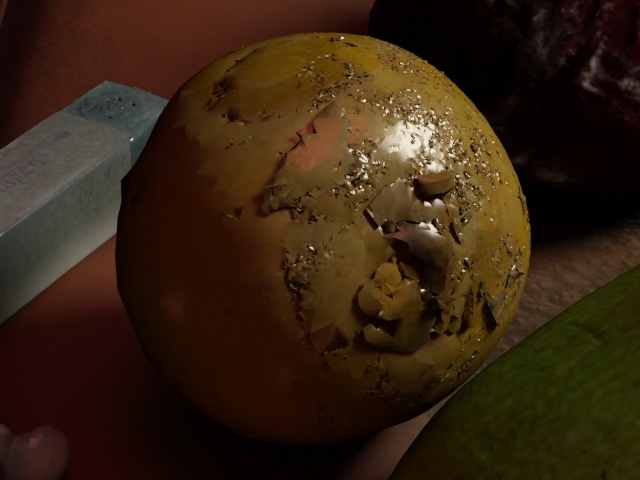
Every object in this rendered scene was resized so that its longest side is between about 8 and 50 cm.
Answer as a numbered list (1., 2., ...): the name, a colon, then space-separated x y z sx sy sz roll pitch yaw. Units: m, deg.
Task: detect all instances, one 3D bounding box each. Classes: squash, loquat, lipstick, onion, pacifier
1. squash: 0.190 0.126 0.972 0.309 0.210 0.233 -38 41 13
2. loquat: 0.000 0.000 1.039 0.235 0.235 0.235 2 33 -1
3. lipstick: -0.199 -0.004 1.175 0.066 0.068 0.317 20 36 22
4. onion: 0.204 -0.171 1.292 0.260 0.282 0.337 33 24 8
5. pacifier: -0.185 0.093 1.006 0.116 0.127 0.150 25 24 -11
